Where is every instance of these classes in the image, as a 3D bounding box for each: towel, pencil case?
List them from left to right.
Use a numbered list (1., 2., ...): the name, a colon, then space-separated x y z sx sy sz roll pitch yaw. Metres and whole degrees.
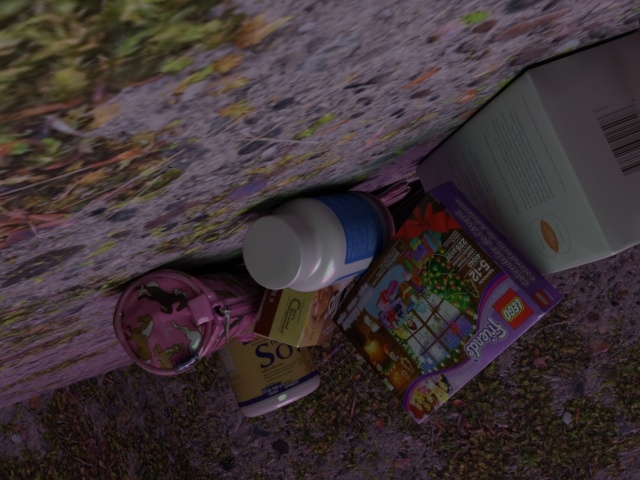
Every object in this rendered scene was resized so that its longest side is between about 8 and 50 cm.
1. pencil case: -0.183 0.119 1.128 0.160 0.167 0.386 -58 169 6
2. towel: 0.072 -0.051 1.177 0.144 0.029 0.197 -24 175 -10

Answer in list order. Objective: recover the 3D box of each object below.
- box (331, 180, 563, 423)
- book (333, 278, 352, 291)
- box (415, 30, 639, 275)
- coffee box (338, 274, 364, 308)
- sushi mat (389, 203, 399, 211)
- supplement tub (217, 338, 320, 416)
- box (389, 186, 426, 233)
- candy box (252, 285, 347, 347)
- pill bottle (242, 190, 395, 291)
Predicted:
1. box: 0.151 0.092 0.891 0.057 0.201 0.293 -25 156 -42
2. book: 0.058 0.012 1.098 0.096 0.035 0.144 -44 155 -26
3. box: 0.291 -0.075 0.862 0.168 0.215 0.345 -21 174 -16
4. coffee box: 0.181 0.044 1.333 0.297 0.118 0.168 -56 167 8
5. sushi mat: 0.039 -0.014 1.406 0.316 0.019 0.151 -21 174 -21
6. supplement tub: -0.165 0.296 1.858 0.240 0.332 0.241 -23 174 -2
7. box: 0.204 0.004 1.200 0.184 0.191 0.045 -37 -165 2
8. candy box: -0.018 0.093 1.218 0.087 0.183 0.316 17 176 11
9. pill bottle: 0.000 0.000 0.895 0.124 0.124 0.221 -27 172 32
